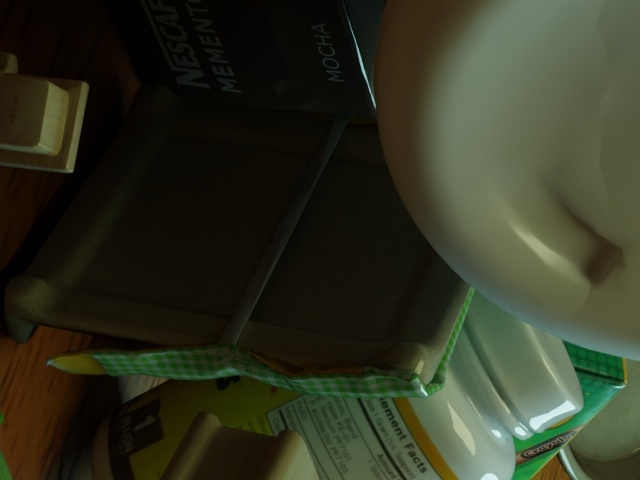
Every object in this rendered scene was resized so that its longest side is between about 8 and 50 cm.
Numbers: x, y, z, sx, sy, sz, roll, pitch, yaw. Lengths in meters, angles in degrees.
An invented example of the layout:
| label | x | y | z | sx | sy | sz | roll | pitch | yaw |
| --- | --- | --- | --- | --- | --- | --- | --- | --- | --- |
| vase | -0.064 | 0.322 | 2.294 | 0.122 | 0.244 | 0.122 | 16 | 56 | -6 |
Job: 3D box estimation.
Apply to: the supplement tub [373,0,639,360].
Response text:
| label | x | y | z | sx | sy | sz | roll | pitch | yaw |
| --- | --- | --- | --- | --- | --- | --- | --- | --- | --- |
| supplement tub | 0.153 | -0.140 | 0.753 | 0.331 | 0.241 | 0.241 | -81 | 167 | -48 |

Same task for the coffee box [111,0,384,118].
| label | x | y | z | sx | sy | sz | roll | pitch | yaw |
| --- | --- | --- | --- | --- | --- | --- | --- | --- | --- |
| coffee box | 0.007 | -0.208 | 0.904 | 0.168 | 0.119 | 0.297 | 71 | 34 | -54 |

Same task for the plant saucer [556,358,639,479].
| label | x | y | z | sx | sy | sz | roll | pitch | yaw |
| --- | --- | --- | --- | --- | --- | --- | --- | --- | --- |
| plant saucer | 0.257 | 0.064 | 1.432 | 0.278 | 0.041 | 0.278 | -19 | 119 | -38 |

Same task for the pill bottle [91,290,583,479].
| label | x | y | z | sx | sy | sz | roll | pitch | yaw |
| --- | --- | --- | --- | --- | --- | --- | --- | --- | --- |
| pill bottle | 0.009 | 0.088 | 0.877 | 0.117 | 0.215 | 0.117 | 57 | 13 | -22 |

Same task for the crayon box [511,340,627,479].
| label | x | y | z | sx | sy | sz | roll | pitch | yaw |
| --- | --- | --- | --- | --- | --- | --- | --- | --- | --- |
| crayon box | 0.091 | 0.004 | 1.076 | 0.165 | 0.081 | 0.278 | 125 | -25 | -45 |

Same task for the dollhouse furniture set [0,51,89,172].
| label | x | y | z | sx | sy | sz | roll | pitch | yaw |
| --- | --- | --- | --- | --- | --- | --- | --- | --- | --- |
| dollhouse furniture set | -0.056 | -0.083 | 0.697 | 0.101 | 0.182 | 0.161 | 28 | 72 | -69 |

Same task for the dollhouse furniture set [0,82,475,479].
| label | x | y | z | sx | sy | sz | roll | pitch | yaw |
| --- | --- | --- | --- | --- | --- | --- | --- | --- | --- |
| dollhouse furniture set | -0.041 | 0.087 | 0.794 | 0.151 | 0.198 | 0.301 | 79 | 29 | -43 |
